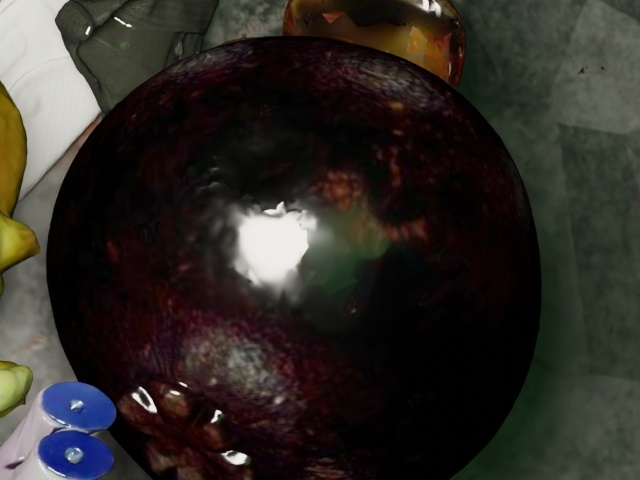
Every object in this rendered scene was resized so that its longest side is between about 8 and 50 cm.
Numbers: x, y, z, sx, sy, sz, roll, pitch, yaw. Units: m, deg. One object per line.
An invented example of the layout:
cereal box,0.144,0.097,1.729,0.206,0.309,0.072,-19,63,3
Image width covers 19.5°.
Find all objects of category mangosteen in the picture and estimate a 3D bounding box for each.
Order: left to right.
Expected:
mangosteen,0.000,0.000,1.386,0.382,0.382,0.435,42,51,-12

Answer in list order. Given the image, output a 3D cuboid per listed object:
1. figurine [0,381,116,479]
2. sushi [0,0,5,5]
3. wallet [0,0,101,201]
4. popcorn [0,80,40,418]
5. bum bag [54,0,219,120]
figurine,-0.217,0.219,1.303,0.133,0.274,0.194,10,66,-19
sushi,-0.259,-0.282,1.472,0.219,0.047,0.231,-44,123,-28
wallet,-0.236,-0.117,1.462,0.183,0.032,0.124,-52,120,-22
popcorn,-0.342,-0.007,1.276,0.274,0.279,0.335,10,87,-27
bum bag,-0.130,-0.239,1.494,0.142,0.079,0.326,29,65,-47
